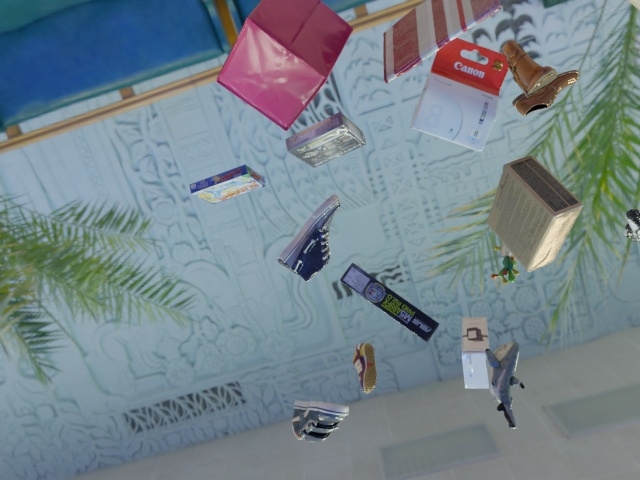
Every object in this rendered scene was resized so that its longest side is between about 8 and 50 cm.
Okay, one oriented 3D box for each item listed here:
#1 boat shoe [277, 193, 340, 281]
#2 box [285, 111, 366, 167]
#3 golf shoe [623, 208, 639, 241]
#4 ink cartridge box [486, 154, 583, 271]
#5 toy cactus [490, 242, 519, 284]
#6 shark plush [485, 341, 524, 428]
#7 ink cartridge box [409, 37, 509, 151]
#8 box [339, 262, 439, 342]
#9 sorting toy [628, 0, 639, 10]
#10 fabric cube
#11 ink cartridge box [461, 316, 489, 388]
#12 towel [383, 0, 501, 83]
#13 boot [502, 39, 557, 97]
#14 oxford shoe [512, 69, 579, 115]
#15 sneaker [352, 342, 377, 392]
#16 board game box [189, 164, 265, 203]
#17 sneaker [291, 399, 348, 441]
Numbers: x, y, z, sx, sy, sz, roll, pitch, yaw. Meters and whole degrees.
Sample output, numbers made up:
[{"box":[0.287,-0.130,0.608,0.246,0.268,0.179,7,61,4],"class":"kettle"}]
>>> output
[{"box":[0.000,0.000,1.744,0.341,0.158,0.127,-51,173,18],"class":"boat shoe"},{"box":[0.020,-0.352,1.660,0.230,0.056,0.183,-21,159,26],"class":"box"},{"box":[1.099,-0.039,1.625,0.093,0.198,0.077,-21,-135,51],"class":"golf shoe"},{"box":[0.535,-0.066,1.191,0.088,0.235,0.193,-20,-126,-9],"class":"ink cartridge box"},{"box":[0.775,0.072,1.961,0.112,0.181,0.219,-1,-141,22],"class":"toy cactus"},{"box":[0.361,0.274,0.903,0.067,0.073,0.161,-6,-136,17],"class":"shark plush"},{"box":[0.571,-0.589,1.867,0.307,0.386,0.091,18,-164,-4],"class":"ink cartridge box"},{"box":[0.180,0.161,1.265,0.060,0.270,0.216,-55,175,-1],"class":"box"},{"box":[0.503,-0.428,0.656,0.192,0.038,0.208,23,159,-21],"class":"sorting toy"},{"box":[-0.103,-0.532,1.331,0.254,0.259,0.258,-34,-153,52],"class":"fabric cube"},{"box":[0.605,0.433,1.810,0.100,0.172,0.237,-4,-158,19],"class":"ink cartridge box"},{"box":[0.306,-0.574,1.234,0.328,0.037,0.237,-25,-135,37],"class":"towel"},{"box":[0.536,-0.462,1.222,0.072,0.153,0.197,-29,179,10],"class":"boot"},{"box":[0.738,-0.470,1.503,0.212,0.076,0.076,-30,156,15],"class":"oxford shoe"},{"box":[0.167,0.493,1.802,0.069,0.186,0.083,15,157,-34],"class":"sneaker"},{"box":[-0.294,-0.176,1.489,0.201,0.035,0.136,-17,166,15],"class":"board game box"},{"box":[-0.003,0.588,1.509,0.126,0.128,0.321,15,157,-16],"class":"sneaker"}]
